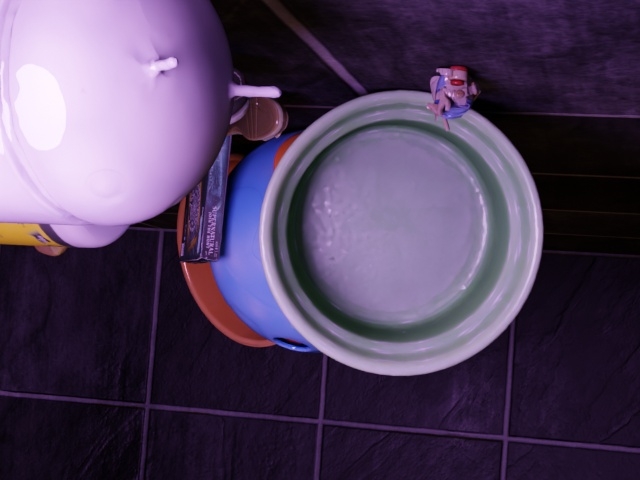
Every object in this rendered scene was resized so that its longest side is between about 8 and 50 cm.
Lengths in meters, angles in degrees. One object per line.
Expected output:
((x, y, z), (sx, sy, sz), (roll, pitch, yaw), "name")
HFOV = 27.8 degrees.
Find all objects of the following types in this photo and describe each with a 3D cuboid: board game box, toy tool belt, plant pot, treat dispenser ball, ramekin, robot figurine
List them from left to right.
((-0.210, -0.111, 0.935), (0.353, 0.200, 0.300), (2, -169, 30), "robot figurine")
((-0.141, -0.066, 1.593), (0.026, 0.186, 0.126), (6, 176, -18), "board game box")
((-0.048, -0.001, 1.971), (0.291, 0.291, 0.203), (0, -170, 44), "plant pot")
((0.000, 0.000, 1.654), (0.288, 0.288, 0.288), (4, 176, 0), "treat dispenser ball")
((0.083, -0.011, 1.436), (0.303, 0.303, 0.148), (4, -176, -3), "ramekin")
((0.130, -0.137, 1.263), (0.052, 0.051, 0.083), (4, 176, -1), "toy tool belt")

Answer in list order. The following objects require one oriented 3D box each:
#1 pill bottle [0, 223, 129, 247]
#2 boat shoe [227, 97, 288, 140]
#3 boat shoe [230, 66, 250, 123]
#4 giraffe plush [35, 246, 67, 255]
((-0.387, -0.090, 1.509), (0.334, 0.188, 0.188), (3, 176, 25), "pill bottle")
((-0.070, -0.139, 1.458), (0.048, 0.056, 0.153), (-4, -178, -29), "boat shoe")
((-0.174, -0.151, 1.197), (0.227, 0.081, 0.069), (3, 147, -11), "boat shoe")
((-0.378, -0.087, 1.987), (0.210, 0.181, 0.170), (-32, 177, 14), "giraffe plush")
